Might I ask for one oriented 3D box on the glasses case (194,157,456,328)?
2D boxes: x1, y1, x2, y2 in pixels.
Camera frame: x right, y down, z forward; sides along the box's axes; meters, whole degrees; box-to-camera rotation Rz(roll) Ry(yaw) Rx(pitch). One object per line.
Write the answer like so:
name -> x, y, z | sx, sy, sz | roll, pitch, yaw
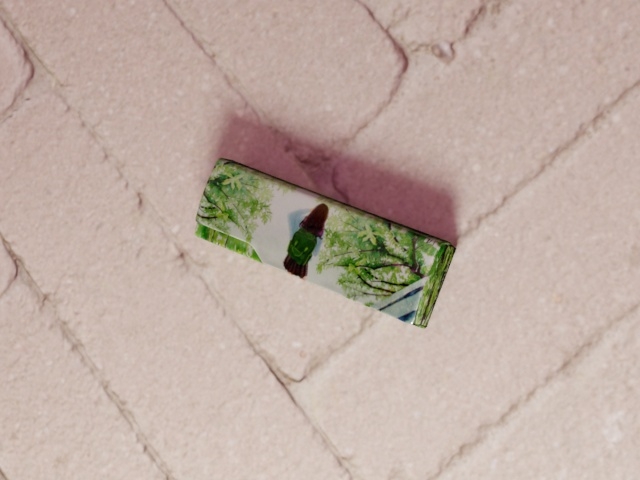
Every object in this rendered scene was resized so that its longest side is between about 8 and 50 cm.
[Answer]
glasses case -> 0.000, 0.000, 1.601 | 0.272, 0.062, 0.095 | 21, 91, 23
